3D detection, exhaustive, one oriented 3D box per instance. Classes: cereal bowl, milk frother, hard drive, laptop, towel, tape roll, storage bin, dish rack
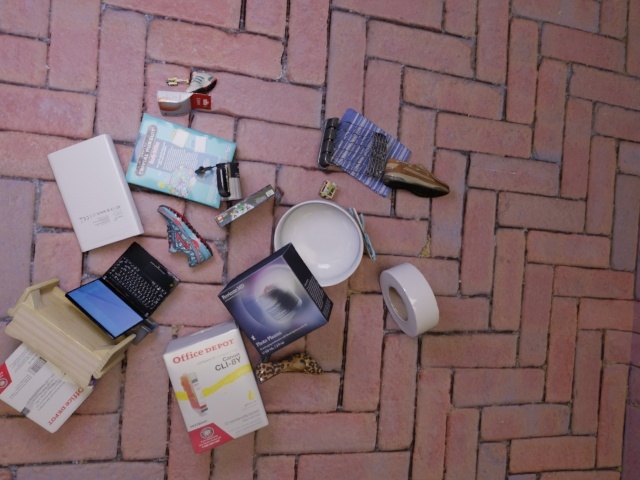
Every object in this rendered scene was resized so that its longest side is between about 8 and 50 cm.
[{"bbox_3d":[0.000,0.000,1.614,0.338,0.141,0.339,2,105,8],"label":"cereal bowl"},{"bbox_3d":[-0.364,-0.206,1.498,0.143,0.129,0.135,-4,93,29],"label":"milk frother"},{"bbox_3d":[-0.780,-0.160,1.454,0.233,0.047,0.353,-16,96,9],"label":"hard drive"},{"bbox_3d":[-0.675,0.163,1.446,0.234,0.136,0.264,39,81,5],"label":"laptop"},{"bbox_3d":[0.193,-0.363,1.742,0.336,0.040,0.243,31,82,-15],"label":"towel"},{"bbox_3d":[0.346,0.233,1.660,0.100,0.286,0.286,-22,96,-12],"label":"tape roll"},{"bbox_3d":[-0.675,0.310,1.506,0.135,0.098,0.091,41,92,-11],"label":"storage bin"},{"bbox_3d":[0.136,-0.362,1.670,0.271,0.074,0.208,13,87,-18],"label":"dish rack"}]

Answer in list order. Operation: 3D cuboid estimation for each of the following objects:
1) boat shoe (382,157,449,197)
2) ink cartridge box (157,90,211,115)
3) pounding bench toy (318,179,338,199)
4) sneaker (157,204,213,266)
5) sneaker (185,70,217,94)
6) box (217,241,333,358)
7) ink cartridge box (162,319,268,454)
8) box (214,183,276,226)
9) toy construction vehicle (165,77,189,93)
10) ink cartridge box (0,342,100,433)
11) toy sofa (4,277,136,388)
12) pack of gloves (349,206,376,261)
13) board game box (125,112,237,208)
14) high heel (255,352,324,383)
[{"bbox_3d":[0.405,-0.263,1.738,0.324,0.122,0.120,12,76,-28],"label":"boat shoe"},{"bbox_3d":[-0.487,-0.486,1.509,0.179,0.145,0.045,2,86,-15],"label":"ink cartridge box"},{"bbox_3d":[0.032,-0.201,1.674,0.052,0.083,0.065,28,84,-13],"label":"pounding bench toy"},{"bbox_3d":[-0.519,-0.011,1.530,0.125,0.104,0.262,-40,100,-8],"label":"sneaker"},{"bbox_3d":[-0.457,-0.576,1.540,0.075,0.057,0.161,40,50,-2],"label":"sneaker"},{"bbox_3d":[-0.160,0.218,1.533,0.296,0.183,0.294,-32,98,15],"label":"box"},{"bbox_3d":[-0.383,0.527,1.542,0.279,0.160,0.385,-18,95,-13],"label":"ink cartridge box"},{"bbox_3d":[-0.284,-0.128,1.557,0.233,0.159,0.044,-33,100,-12],"label":"box"},{"bbox_3d":[-0.537,-0.559,1.551,0.098,0.035,0.086,-3,92,-14],"label":"toy construction vehicle"},{"bbox_3d":[-0.937,0.484,1.427,0.273,0.114,0.197,42,81,-10],"label":"ink cartridge box"},{"bbox_3d":[-0.834,0.307,1.400,0.362,0.150,0.177,37,101,-2],"label":"toy sofa"},{"bbox_3d":[0.179,-0.034,1.654,0.046,0.195,0.232,-24,97,-2],"label":"pack of gloves"},{"bbox_3d":[-0.506,-0.285,1.540,0.336,0.079,0.254,16,88,-14],"label":"board game box"},{"bbox_3d":[-0.118,0.510,1.595,0.261,0.186,0.093,25,126,-4],"label":"high heel"}]
